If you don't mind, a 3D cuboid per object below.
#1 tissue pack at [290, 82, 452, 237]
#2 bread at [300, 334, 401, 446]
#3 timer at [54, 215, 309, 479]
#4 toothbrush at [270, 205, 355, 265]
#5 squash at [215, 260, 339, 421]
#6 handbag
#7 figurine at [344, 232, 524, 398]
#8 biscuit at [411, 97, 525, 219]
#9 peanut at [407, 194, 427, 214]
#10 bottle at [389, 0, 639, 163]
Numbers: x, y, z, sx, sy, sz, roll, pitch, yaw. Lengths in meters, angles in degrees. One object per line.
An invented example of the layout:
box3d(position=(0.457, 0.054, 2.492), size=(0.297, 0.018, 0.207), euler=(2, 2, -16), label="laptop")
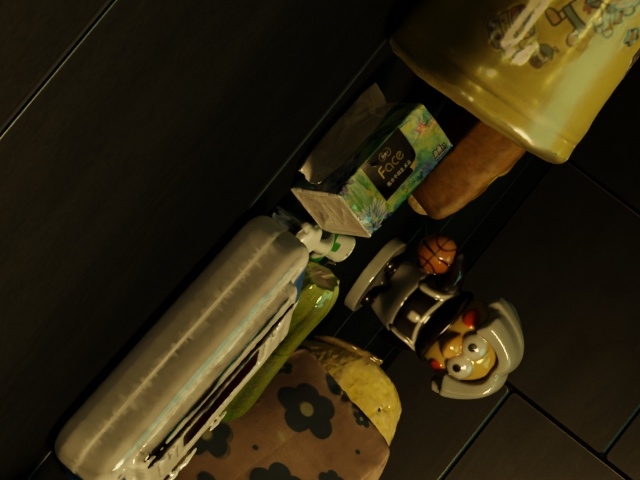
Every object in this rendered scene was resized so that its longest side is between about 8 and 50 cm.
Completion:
box3d(position=(0.036, -0.069, 1.219), size=(0.111, 0.079, 0.085), euler=(-47, -155, -18), label="tissue pack")
box3d(position=(-0.004, 0.217, 1.797), size=(0.197, 0.197, 0.171), euler=(101, 15, -70), label="bread")
box3d(position=(-0.103, 0.107, 1.191), size=(0.253, 0.078, 0.178), euler=(-50, 171, -16), label="timer")
box3d(position=(0.004, 0.003, 1.424), size=(0.042, 0.040, 0.418), euler=(-53, 171, 2), label="toothbrush")
box3d(position=(-0.055, 0.097, 1.379), size=(0.229, 0.066, 0.066), euler=(-51, 174, 40), label="squash")
box3d(position=(-0.083, 0.253, 1.534), size=(0.251, 0.190, 0.193), euler=(-33, 167, -40), label="handbag")
box3d(position=(0.166, 0.101, 1.963), size=(0.176, 0.236, 0.133), euler=(-54, 170, 20), label="figurine")
box3d(position=(0.224, -0.192, 1.411), size=(0.394, 0.070, 0.350), euler=(-49, -171, 50), label="biscuit")
box3d(position=(0.127, -0.063, 1.727), size=(0.054, 0.054, 0.113), euler=(-49, 166, -18), label="peanut")
box3d(position=(0.220, -0.243, 1.127), size=(0.351, 0.171, 0.171), euler=(-54, 170, 12), label="bottle")
